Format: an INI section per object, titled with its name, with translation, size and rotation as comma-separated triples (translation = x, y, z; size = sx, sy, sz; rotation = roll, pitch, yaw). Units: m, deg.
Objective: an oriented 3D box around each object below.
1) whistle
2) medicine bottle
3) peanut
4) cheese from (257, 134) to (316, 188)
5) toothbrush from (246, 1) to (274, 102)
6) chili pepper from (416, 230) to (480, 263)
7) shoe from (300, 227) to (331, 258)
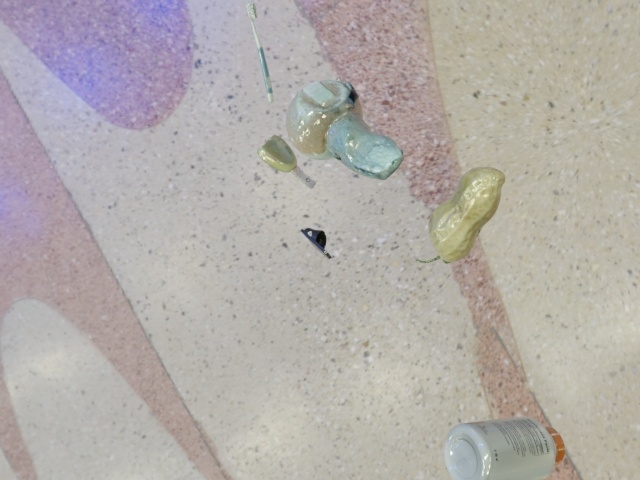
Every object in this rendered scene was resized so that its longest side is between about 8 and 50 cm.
[whistle]
translation = 0.050, -0.227, 1.289
size = 0.348, 0.189, 0.189
rotation = 44, 116, 34
[medicine bottle]
translation = 0.456, 0.513, 1.418
size = 0.157, 0.289, 0.156
rotation = -13, 75, 61
[peanut]
translation = 0.321, -0.060, 1.319
size = 0.124, 0.123, 0.256
rotation = 33, 130, 15
[cheese]
translation = -0.091, -0.221, 1.700
size = 0.192, 0.097, 0.037
rotation = 41, 148, -6
[toothbrush]
translation = -0.158, -0.505, 1.587
size = 0.025, 0.019, 0.275
rotation = 14, 132, 33
[chili pepper]
translation = 0.367, 0.013, 1.602
size = 0.072, 0.073, 0.204
rotation = 39, 97, -25
[shoe]
translation = 0.000, 0.000, 1.737
size = 0.053, 0.062, 0.159
rotation = -43, 41, -1
